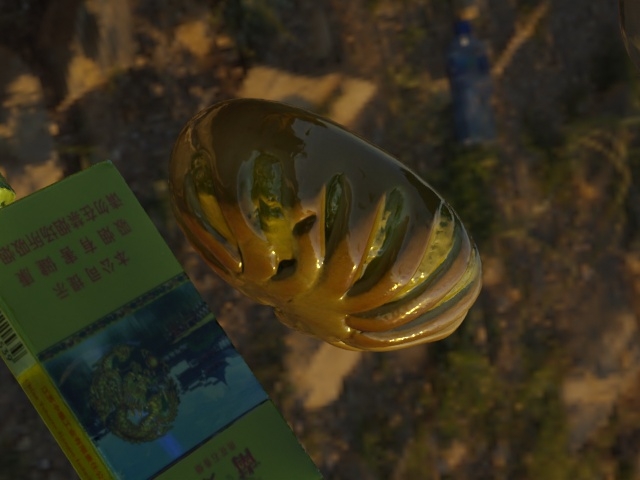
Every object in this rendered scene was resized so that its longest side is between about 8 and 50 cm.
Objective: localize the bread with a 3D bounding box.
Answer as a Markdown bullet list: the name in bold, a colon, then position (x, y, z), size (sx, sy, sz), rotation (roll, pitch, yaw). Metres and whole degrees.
- **bread**: position (0.000, 0.000, 1.689), size (0.333, 0.333, 0.160), rotation (43, 70, -44)

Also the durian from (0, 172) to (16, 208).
- **durian**: position (-0.404, -0.027, 1.633), size (0.250, 0.139, 0.101), rotation (-11, 48, -24)

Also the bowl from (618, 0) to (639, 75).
- **bowl**: position (0.421, -0.176, 1.793), size (0.345, 0.345, 0.157), rotation (24, 96, -52)

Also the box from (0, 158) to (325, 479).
- **box**: position (-0.151, 0.107, 1.454), size (0.187, 0.047, 0.335), rotation (-31, 87, -48)
